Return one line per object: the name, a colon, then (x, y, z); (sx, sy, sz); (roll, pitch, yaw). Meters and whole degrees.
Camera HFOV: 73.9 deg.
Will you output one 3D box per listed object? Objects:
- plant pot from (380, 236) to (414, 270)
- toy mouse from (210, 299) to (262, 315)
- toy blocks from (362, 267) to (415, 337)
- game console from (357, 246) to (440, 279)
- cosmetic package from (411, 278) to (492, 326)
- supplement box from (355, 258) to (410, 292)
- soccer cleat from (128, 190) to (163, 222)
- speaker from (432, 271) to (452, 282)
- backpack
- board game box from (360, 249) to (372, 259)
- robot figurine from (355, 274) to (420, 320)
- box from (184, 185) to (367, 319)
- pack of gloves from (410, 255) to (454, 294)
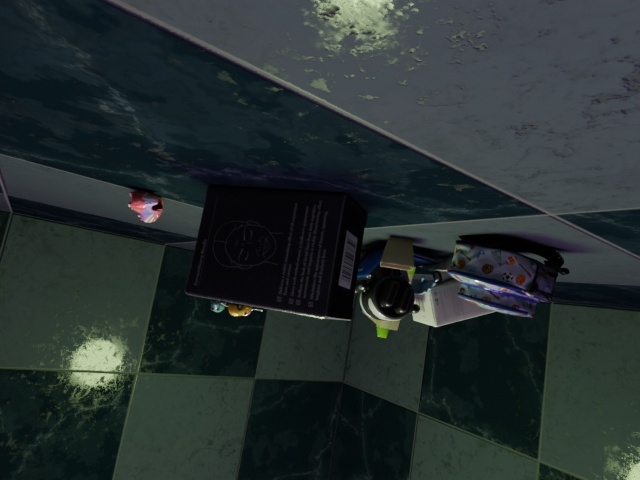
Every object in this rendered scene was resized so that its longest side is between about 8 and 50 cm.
plant pot: (0.264, 0.043, 1.438); (0.109, 0.096, 0.109); (9, 171, 10)
toy mouse: (-0.239, 0.181, 1.134); (0.143, 0.031, 0.161); (1, 168, 45)
toy blocks: (0.334, 0.274, 2.191); (0.191, 0.381, 0.261); (13, -174, -19)
game console: (0.273, 0.115, 1.651); (0.173, 0.250, 0.293); (47, 167, -2)
cosmetic package: (0.564, 0.221, 1.707); (0.366, 0.155, 0.197); (-10, 179, -13)
supplement box: (0.248, 0.147, 1.828); (0.240, 0.130, 0.073); (-4, 147, -8)
soccer cleat: (-0.563, -0.108, 1.426); (0.095, 0.083, 0.248); (6, 169, -6)
speaker: (0.512, 0.123, 1.674); (0.136, 0.055, 0.055); (-15, -178, -23)
backpack: (0.507, 0.100, 1.236); (0.263, 0.213, 0.276); (26, 168, -27)
board game box: (0.242, 0.090, 1.971); (0.243, 0.042, 0.165); (16, 169, -35)
robot figurine: (0.255, 0.219, 1.635); (0.174, 0.209, 0.278); (-27, 176, -15)
box: (-0.108, 0.033, 1.116); (0.396, 0.293, 0.212); (7, 171, 22)
pack of gloves: (0.406, 0.122, 1.631); (0.046, 0.195, 0.232); (43, 166, -6)
